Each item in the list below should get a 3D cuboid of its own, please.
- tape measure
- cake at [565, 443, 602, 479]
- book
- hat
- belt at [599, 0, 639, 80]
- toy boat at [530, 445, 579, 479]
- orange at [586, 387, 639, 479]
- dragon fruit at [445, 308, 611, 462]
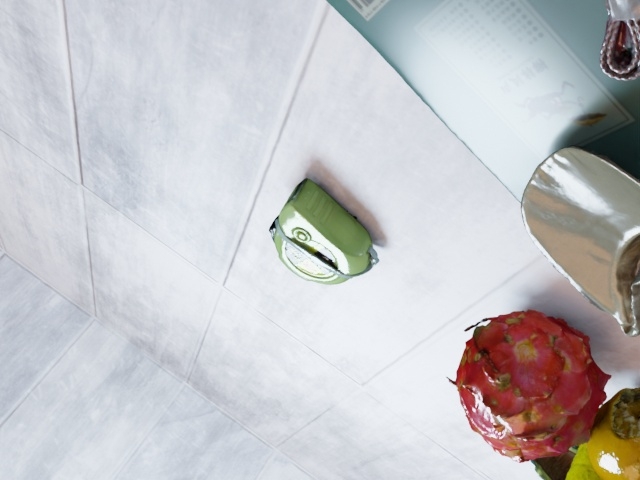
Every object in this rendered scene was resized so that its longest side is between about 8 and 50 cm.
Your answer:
[{"bbox_3d":[0.000,0.000,1.106,0.177,0.087,0.154,41,140,-12],"label":"tape measure"},{"bbox_3d":[0.515,0.399,1.078,0.260,0.156,0.179,25,156,17],"label":"cake"},{"bbox_3d":[0.186,-0.182,0.684,0.379,0.031,0.264,43,151,-13],"label":"book"},{"bbox_3d":[0.343,-0.014,0.699,0.245,0.149,0.214,56,160,8],"label":"hat"},{"bbox_3d":[0.225,-0.231,0.515,0.071,0.053,0.232,-7,126,30],"label":"belt"},{"bbox_3d":[0.462,0.425,1.223,0.293,0.108,0.099,39,-176,7],"label":"toy boat"},{"bbox_3d":[0.444,0.274,0.968,0.154,0.154,0.134,-13,95,55],"label":"orange"},{"bbox_3d":[0.289,0.211,0.996,0.268,0.210,0.205,100,156,-58],"label":"dragon fruit"}]
